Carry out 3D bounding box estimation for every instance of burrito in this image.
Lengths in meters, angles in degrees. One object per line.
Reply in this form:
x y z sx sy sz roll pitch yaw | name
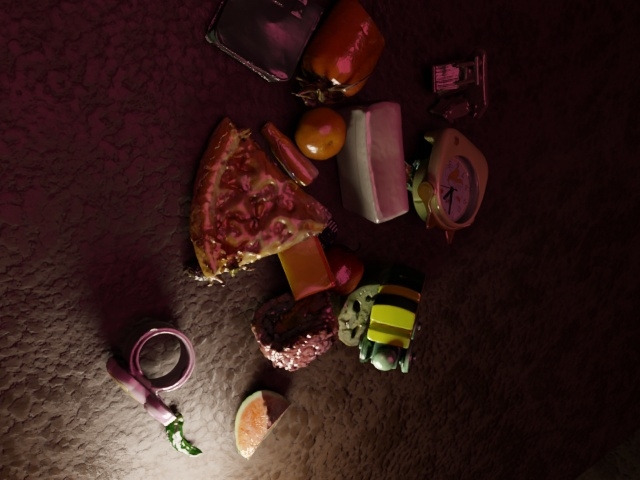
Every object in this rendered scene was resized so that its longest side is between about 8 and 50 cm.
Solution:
0.327 -0.216 1.888 0.288 0.054 0.104 33 88 -31 | burrito

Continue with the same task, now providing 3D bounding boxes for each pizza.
-0.226 -0.073 1.581 0.435 0.080 0.392 43 83 -15 | pizza

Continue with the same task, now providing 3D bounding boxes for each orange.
-0.002 -0.314 1.616 0.159 0.136 0.158 -22 139 -21 | orange

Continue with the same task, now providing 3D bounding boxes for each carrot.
0.059 -0.508 1.571 0.214 0.193 0.331 36 91 8 | carrot

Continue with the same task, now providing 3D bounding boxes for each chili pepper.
-0.438 0.621 1.747 0.073 0.050 0.182 -31 120 -24 | chili pepper

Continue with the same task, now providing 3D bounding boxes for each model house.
0.441 -0.501 1.822 0.188 0.122 0.229 -15 115 -21 | model house

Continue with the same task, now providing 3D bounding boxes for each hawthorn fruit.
0.068 0.081 1.784 0.194 0.157 0.157 -48 121 -9 | hawthorn fruit

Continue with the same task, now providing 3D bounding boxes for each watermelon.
-0.191 0.598 1.852 0.146 0.128 0.231 6 119 -57 | watermelon

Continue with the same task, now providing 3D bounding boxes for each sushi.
-0.072 0.266 1.731 0.270 0.236 0.170 -27 135 -10 | sushi

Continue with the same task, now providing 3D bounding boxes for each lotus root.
0.102 0.224 1.869 0.138 0.119 0.234 21 96 -31 | lotus root

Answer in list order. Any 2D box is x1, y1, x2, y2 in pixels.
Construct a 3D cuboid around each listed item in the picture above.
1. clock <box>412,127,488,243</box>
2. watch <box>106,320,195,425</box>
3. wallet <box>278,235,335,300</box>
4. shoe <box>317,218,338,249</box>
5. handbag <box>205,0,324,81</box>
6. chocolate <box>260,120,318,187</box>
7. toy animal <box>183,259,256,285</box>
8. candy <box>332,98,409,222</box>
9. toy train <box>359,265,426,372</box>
0.422 -0.174 1.857 0.286 0.117 0.348 30 73 -39 | clock
-0.454 0.362 1.586 0.217 0.211 0.248 -47 112 -18 | watch
-0.054 0.051 1.697 0.141 0.067 0.241 -20 84 -4 | wallet
0.000 0.000 1.775 0.062 0.053 0.159 39 90 6 | shoe
-0.148 -0.593 1.506 0.248 0.079 0.260 27 88 -28 | handbag
-0.098 -0.257 1.645 0.085 0.086 0.219 -45 116 -9 | chocolate
-0.292 0.096 1.652 0.220 0.069 0.086 -4 102 -28 | toy animal
0.155 -0.247 1.699 0.145 0.208 0.358 -18 112 -23 | candy
0.248 0.238 1.807 0.179 0.442 0.272 12 108 12 | toy train
